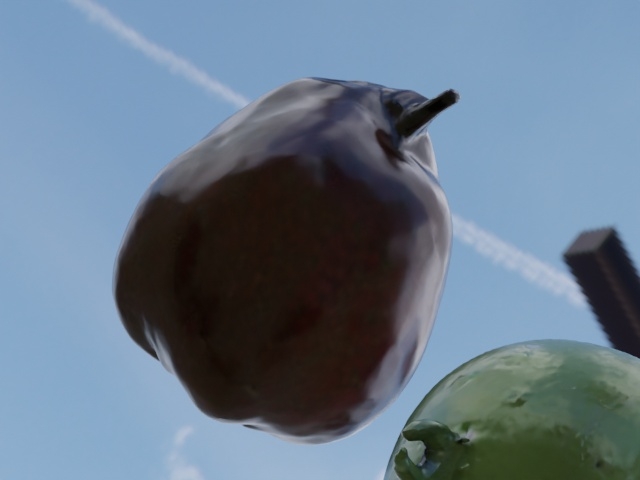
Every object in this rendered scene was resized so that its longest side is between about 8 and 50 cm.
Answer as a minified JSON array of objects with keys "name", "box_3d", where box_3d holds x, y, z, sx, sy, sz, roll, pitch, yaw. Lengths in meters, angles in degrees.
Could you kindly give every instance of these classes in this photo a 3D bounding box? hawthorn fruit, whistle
[{"name":"hawthorn fruit","box_3d":[0.000,0.000,0.886,0.208,0.208,0.248,43,-80,3]},{"name":"whistle","box_3d":[0.141,0.128,0.549,0.294,0.141,0.141,26,-31,-23]}]
